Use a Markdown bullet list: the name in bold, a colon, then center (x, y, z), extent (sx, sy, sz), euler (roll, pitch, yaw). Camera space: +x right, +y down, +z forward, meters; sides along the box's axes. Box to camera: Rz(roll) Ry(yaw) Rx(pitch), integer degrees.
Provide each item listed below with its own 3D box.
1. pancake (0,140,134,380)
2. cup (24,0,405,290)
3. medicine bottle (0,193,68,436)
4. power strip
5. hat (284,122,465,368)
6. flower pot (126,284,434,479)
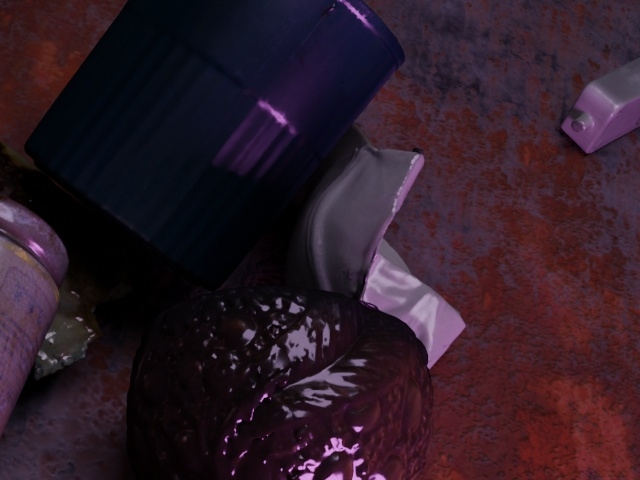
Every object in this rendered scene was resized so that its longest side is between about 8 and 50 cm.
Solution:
- **pancake**: center (-0.380, -0.013, 1.360), extent (0.427, 0.067, 0.305), euler (13, 47, -19)
- **cup**: center (-0.123, -0.141, 1.404), extent (0.308, 0.292, 0.242), euler (33, -5, 37)
- **medicine bottle**: center (-0.318, 0.120, 1.157), extent (0.151, 0.151, 0.322), euler (24, 55, -8)
- **power strip**: center (0.447, -0.209, 2.006), extent (0.062, 0.091, 0.385), euler (46, 44, 18)
- **hat**: center (0.008, -0.001, 1.498), extent (0.168, 0.258, 0.301), euler (-33, 47, -16)
- **flower pot**: center (-0.039, 0.212, 1.217), extent (0.266, 0.266, 0.267), euler (15, 55, -17)
